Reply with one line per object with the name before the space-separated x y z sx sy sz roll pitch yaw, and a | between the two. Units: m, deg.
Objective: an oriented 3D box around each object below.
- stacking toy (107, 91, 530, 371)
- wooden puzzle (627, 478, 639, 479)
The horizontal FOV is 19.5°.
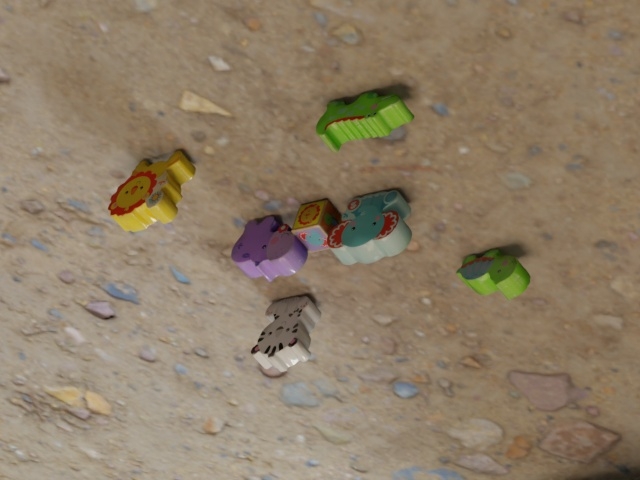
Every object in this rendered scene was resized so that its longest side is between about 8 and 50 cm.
stacking toy | 0.000 0.000 1.157 0.221 0.052 0.167 -14 132 35
wooden puzzle | 0.255 0.309 1.178 0.080 0.347 0.322 18 155 -41
